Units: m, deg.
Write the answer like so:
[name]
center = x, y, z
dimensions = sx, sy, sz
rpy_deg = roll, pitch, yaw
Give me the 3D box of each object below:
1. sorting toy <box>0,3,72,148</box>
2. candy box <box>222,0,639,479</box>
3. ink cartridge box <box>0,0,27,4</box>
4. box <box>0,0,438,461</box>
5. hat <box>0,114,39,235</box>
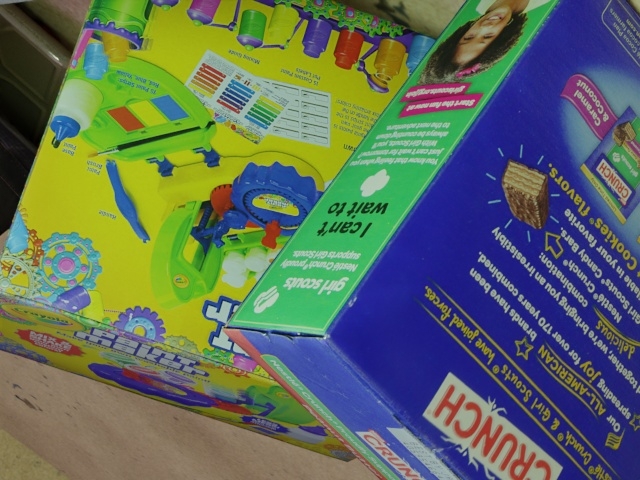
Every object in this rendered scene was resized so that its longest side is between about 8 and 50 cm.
[sorting toy]
center = -0.356, -0.223, 1.692
dimensions = 0.307, 0.041, 0.229
rpy_deg = 41, 154, 3
[candy box]
center = 0.137, 0.025, 1.129
dimensions = 0.268, 0.317, 0.122
rpy_deg = 46, 154, -24
[ink cartridge box]
center = -0.221, -0.268, 1.349
dimensions = 0.208, 0.087, 0.153
rpy_deg = 3, 141, 51
[box]
center = -0.058, -0.026, 1.248
dimensions = 0.290, 0.279, 0.177
rpy_deg = 19, 161, -7
[hat]
center = -0.364, -0.077, 1.710
dimensions = 0.331, 0.134, 0.331
rpy_deg = 39, 168, 10
